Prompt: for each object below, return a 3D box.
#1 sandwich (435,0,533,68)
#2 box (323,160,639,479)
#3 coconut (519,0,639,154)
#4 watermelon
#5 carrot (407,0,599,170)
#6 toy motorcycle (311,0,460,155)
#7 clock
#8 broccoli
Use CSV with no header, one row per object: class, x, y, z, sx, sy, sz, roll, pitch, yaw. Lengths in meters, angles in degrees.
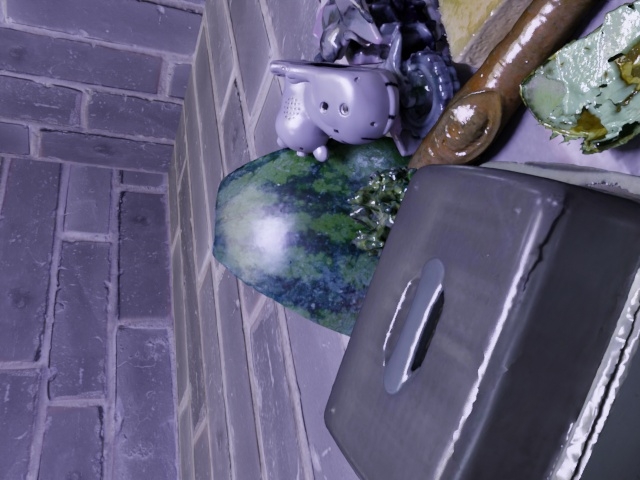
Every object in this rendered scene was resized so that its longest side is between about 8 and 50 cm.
sandwich,0.184,-0.303,0.578,0.162,0.058,0.192,131,139,-52
box,0.135,0.082,0.422,0.220,0.166,0.290,28,100,66
coconut,0.231,-0.131,0.435,0.158,0.055,0.133,161,110,-67
watermelon,-0.006,0.024,0.804,0.292,0.283,0.250,83,-167,-59
carrot,0.179,-0.156,0.551,0.342,0.070,0.070,123,144,-46
toy motorcycle,0.077,-0.255,0.732,0.188,0.143,0.326,121,131,-60
clock,0.014,-0.149,0.662,0.176,0.080,0.117,19,119,35
broccoli,0.093,0.002,0.586,0.167,0.155,0.160,153,135,-71
